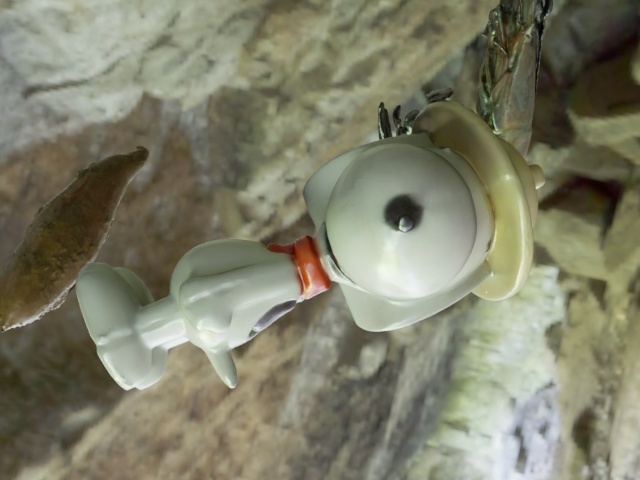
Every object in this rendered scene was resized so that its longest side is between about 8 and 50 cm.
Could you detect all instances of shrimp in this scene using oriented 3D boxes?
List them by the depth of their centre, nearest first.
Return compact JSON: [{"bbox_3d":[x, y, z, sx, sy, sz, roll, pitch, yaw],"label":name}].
[{"bbox_3d":[0.110,-0.109,0.934,0.152,0.046,0.219,-3,-67,-40],"label":"shrimp"}]

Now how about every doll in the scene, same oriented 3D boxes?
[{"bbox_3d":[-0.003,0.004,0.784,0.208,0.271,0.143,-5,-106,-65],"label":"doll"}]

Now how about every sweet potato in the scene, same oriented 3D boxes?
[{"bbox_3d":[-0.196,-0.006,0.967,0.206,0.060,0.068,-58,-17,-30],"label":"sweet potato"}]
